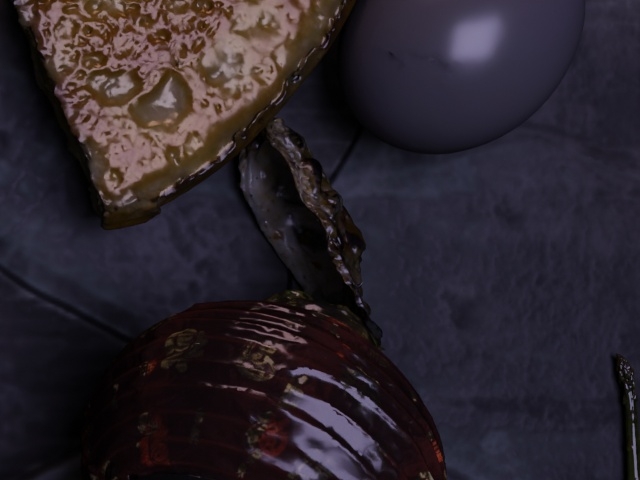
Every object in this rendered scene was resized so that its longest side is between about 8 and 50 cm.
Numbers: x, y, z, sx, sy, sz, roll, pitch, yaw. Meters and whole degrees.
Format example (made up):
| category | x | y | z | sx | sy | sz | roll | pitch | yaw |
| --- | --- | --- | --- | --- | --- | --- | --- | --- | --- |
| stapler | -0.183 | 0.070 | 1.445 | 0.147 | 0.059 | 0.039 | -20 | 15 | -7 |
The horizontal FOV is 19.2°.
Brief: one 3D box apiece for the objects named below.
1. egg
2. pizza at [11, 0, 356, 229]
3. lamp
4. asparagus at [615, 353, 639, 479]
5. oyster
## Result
| category | x | y | z | sx | sy | sz | roll | pitch | yaw |
| --- | --- | --- | --- | --- | --- | --- | --- | --- | --- |
| egg | 0.099 | -0.142 | 1.301 | 0.199 | 0.146 | 0.146 | -33 | 100 | -27 |
| pizza | -0.098 | -0.173 | 1.238 | 0.223 | 0.089 | 0.323 | 38 | 76 | -10 |
| lamp | -0.034 | 0.141 | 1.173 | 0.247 | 0.247 | 0.247 | 2 | 85 | -26 |
| asparagus | 0.232 | 0.141 | 1.417 | 0.015 | 0.014 | 0.114 | 1 | 85 | -43 |
| oyster | -0.004 | -0.007 | 1.269 | 0.056 | 0.105 | 0.177 | -28 | 76 | -13 |
